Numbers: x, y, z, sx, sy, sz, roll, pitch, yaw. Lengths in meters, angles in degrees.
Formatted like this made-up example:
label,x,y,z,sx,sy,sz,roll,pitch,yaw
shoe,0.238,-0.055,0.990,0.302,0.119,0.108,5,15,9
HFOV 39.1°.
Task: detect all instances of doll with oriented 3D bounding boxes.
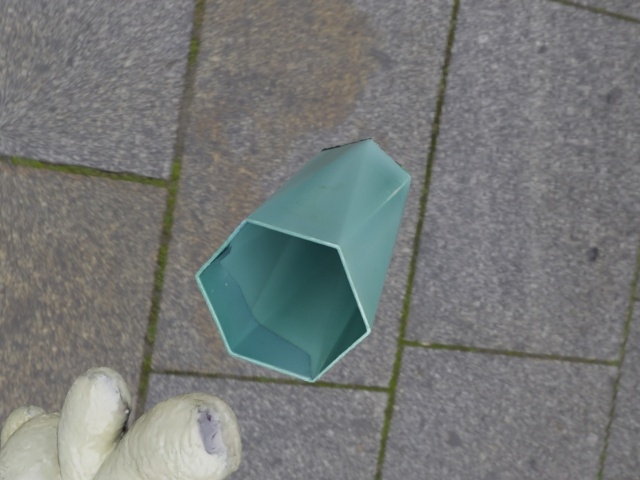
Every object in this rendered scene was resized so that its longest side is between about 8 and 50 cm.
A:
label,x,y,z,sx,sy,sz,roll,pitch,yaw
doll,-0.135,0.194,0.672,0.149,0.278,0.175,21,60,-44

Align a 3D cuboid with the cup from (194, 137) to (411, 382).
label,x,y,z,sx,sy,sz,roll,pitch,yaw
cup,0.000,0.000,0.802,0.148,0.236,0.134,18,120,8
